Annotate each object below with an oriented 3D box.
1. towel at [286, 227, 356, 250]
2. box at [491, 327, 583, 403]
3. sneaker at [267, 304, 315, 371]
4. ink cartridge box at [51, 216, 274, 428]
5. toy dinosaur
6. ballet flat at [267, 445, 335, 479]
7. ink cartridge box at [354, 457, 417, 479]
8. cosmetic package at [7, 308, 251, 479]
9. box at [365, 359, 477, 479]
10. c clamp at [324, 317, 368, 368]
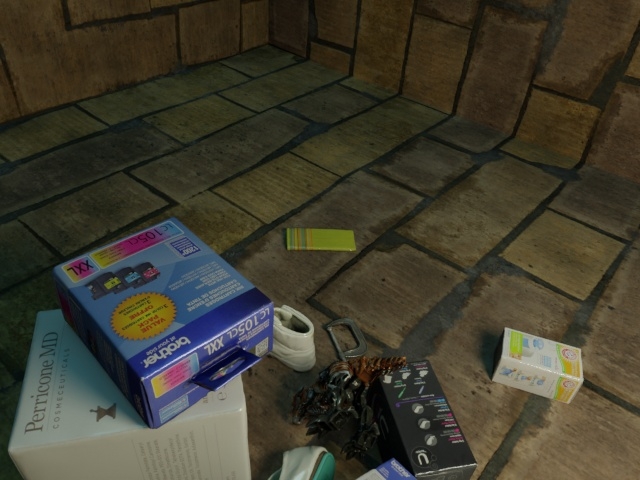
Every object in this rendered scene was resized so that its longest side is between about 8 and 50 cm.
[{"bbox_3d":[0.000,0.000,1.812,0.237,0.021,0.102,2,44,-6],"label":"towel"},{"bbox_3d":[0.571,0.330,1.392,0.203,0.103,0.114,15,40,13],"label":"box"},{"bbox_3d":[-0.142,0.222,1.399,0.292,0.169,0.108,18,42,18],"label":"sneaker"},{"bbox_3d":[-0.270,0.149,0.974,0.269,0.151,0.395,-30,52,-35],"label":"ink cartridge box"},{"bbox_3d":[0.047,0.342,1.178,0.164,0.322,0.219,21,35,-14],"label":"toy dinosaur"},{"bbox_3d":[-0.089,0.574,1.019,0.139,0.139,0.400,15,36,13],"label":"ballet flat"},{"bbox_3d":[0.075,0.524,0.921,0.310,0.065,0.185,-17,30,-33],"label":"ink cartridge box"},{"bbox_3d":[-0.362,0.343,1.097,0.393,0.328,0.330,-7,40,-13],"label":"cosmetic package"},{"bbox_3d":[0.211,0.429,1.179,0.143,0.165,0.270,-4,39,-14],"label":"box"},{"bbox_3d":[0.060,0.279,1.465,0.137,0.022,0.161,-6,40,-13],"label":"c clamp"}]
